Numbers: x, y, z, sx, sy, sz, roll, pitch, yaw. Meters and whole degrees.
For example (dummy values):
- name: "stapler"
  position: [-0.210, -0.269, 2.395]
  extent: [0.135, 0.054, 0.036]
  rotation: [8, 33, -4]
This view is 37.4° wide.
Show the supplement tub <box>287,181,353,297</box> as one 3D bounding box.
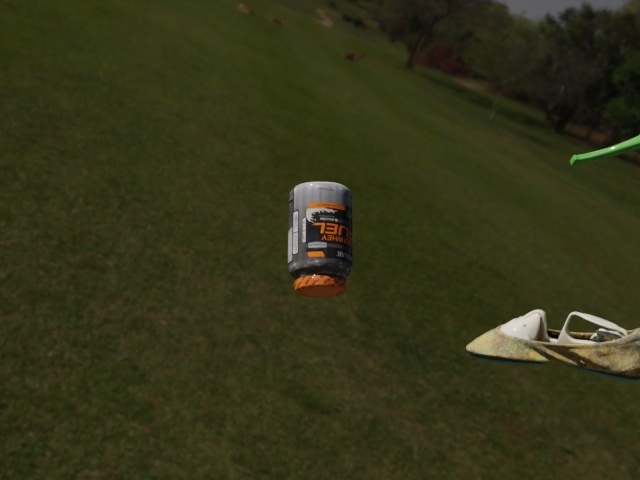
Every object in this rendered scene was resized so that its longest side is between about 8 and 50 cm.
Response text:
- name: "supplement tub"
  position: [0.000, 0.000, 1.683]
  extent: [0.117, 0.190, 0.117]
  rotation: [-1, -17, 0]

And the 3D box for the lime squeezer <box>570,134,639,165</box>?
- name: "lime squeezer"
  position: [0.592, -0.144, 1.599]
  extent: [0.311, 0.109, 0.058]
  rotation: [6, 36, -11]

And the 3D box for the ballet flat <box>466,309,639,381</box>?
- name: "ballet flat"
  position: [0.457, 0.191, 1.830]
  extent: [0.349, 0.123, 0.123]
  rotation: [6, 2, 25]
